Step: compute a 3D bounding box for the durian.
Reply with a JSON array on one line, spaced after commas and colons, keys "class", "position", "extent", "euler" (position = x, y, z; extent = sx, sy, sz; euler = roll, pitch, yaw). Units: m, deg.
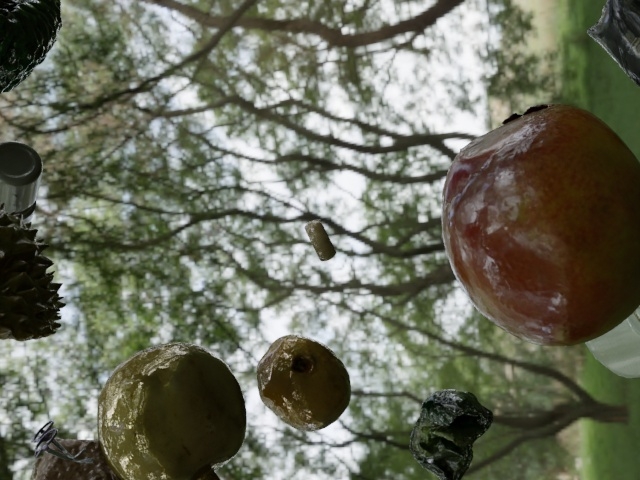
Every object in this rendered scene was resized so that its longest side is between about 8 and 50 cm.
[{"class": "durian", "position": [-0.341, 0.051, 0.865], "extent": [0.182, 0.132, 0.165], "euler": [41, -159, -50]}]

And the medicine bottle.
[{"class": "medicine bottle", "position": [-0.586, -0.102, 1.609], "extent": [0.168, 0.105, 0.105], "euler": [125, 159, -51]}]

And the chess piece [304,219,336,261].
[{"class": "chess piece", "position": [0.000, 0.000, 1.649], "extent": [0.084, 0.038, 0.083], "euler": [64, -177, -5]}]

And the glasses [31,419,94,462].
[{"class": "glasses", "position": [-0.487, 0.400, 1.608], "extent": [0.062, 0.140, 0.104], "euler": [-48, -70, -15]}]

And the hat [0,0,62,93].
[{"class": "hat", "position": [-0.616, -0.335, 1.450], "extent": [0.242, 0.332, 0.274], "euler": [40, -151, -20]}]

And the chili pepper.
[{"class": "chili pepper", "position": [0.285, 0.409, 1.870], "extent": [0.116, 0.148, 0.264], "euler": [-41, -31, -38]}]

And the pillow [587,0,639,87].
[{"class": "pillow", "position": [0.348, -0.209, 0.912], "extent": [0.150, 0.048, 0.090], "euler": [58, 172, 25]}]

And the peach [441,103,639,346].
[{"class": "peach", "position": [0.227, -0.017, 0.842], "extent": [0.231, 0.231, 0.231], "euler": [-6, -90, -71]}]

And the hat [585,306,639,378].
[{"class": "hat", "position": [0.664, 0.130, 1.724], "extent": [0.168, 0.301, 0.258], "euler": [41, -146, -33]}]

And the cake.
[{"class": "cake", "position": [-0.522, 0.604, 1.946], "extent": [0.290, 0.282, 0.256], "euler": [91, 180, -50]}]

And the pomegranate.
[{"class": "pomegranate", "position": [-0.284, 0.362, 1.686], "extent": [0.319, 0.319, 0.319], "euler": [-6, -90, -71]}]

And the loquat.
[{"class": "loquat", "position": [-0.035, 0.314, 1.890], "extent": [0.193, 0.238, 0.238], "euler": [-50, -43, -29]}]
